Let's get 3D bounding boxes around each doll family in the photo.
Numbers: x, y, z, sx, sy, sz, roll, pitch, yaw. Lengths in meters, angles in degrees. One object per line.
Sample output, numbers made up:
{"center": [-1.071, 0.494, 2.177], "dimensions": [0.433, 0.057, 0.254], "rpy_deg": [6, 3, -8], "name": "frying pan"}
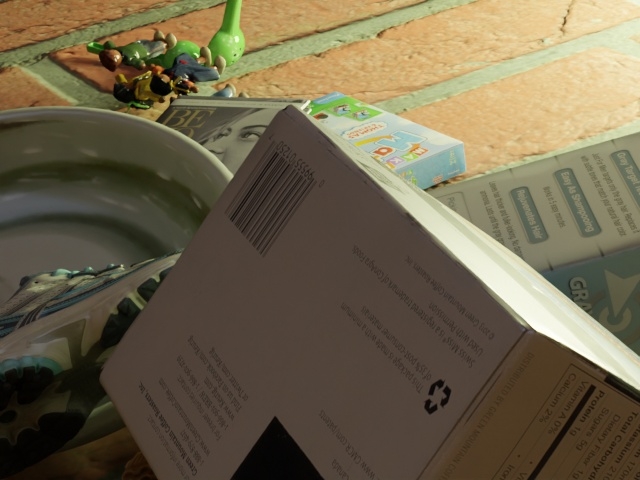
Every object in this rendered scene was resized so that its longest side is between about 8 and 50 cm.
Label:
{"center": [-0.171, -0.170, 1.919], "dimensions": [0.193, 0.076, 0.111], "rpy_deg": [21, 33, 38], "name": "doll family"}

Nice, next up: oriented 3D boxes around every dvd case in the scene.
{"center": [-0.128, -0.079, 1.729], "dimensions": [0.164, 0.018, 0.221], "rpy_deg": [4, 39, 31], "name": "dvd case"}

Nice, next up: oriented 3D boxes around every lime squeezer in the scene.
{"center": [-0.158, -0.237, 2.029], "dimensions": [0.310, 0.110, 0.059], "rpy_deg": [-23, 28, 43], "name": "lime squeezer"}

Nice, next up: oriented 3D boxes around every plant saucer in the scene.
{"center": [-0.245, 0.049, 1.409], "dimensions": [0.400, 0.100, 0.400], "rpy_deg": [-3, 44, 3], "name": "plant saucer"}

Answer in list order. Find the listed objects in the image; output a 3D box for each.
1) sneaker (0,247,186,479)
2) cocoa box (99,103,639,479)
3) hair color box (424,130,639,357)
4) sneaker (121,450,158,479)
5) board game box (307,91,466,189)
{"center": [-0.160, 0.052, 1.240], "dimensions": [0.283, 0.110, 0.122], "rpy_deg": [-24, 40, -13], "name": "sneaker"}
{"center": [0.058, 0.115, 1.042], "dimensions": [0.228, 0.231, 0.347], "rpy_deg": [30, 8, -32], "name": "cocoa box"}
{"center": [0.149, 0.033, 1.337], "dimensions": [0.374, 0.113, 0.185], "rpy_deg": [-16, 27, 3], "name": "hair color box"}
{"center": [-0.083, 0.223, 1.127], "dimensions": [0.069, 0.084, 0.185], "rpy_deg": [-20, 50, 18], "name": "sneaker"}
{"center": [0.018, -0.087, 1.748], "dimensions": [0.160, 0.039, 0.211], "rpy_deg": [-23, 32, -30], "name": "board game box"}
